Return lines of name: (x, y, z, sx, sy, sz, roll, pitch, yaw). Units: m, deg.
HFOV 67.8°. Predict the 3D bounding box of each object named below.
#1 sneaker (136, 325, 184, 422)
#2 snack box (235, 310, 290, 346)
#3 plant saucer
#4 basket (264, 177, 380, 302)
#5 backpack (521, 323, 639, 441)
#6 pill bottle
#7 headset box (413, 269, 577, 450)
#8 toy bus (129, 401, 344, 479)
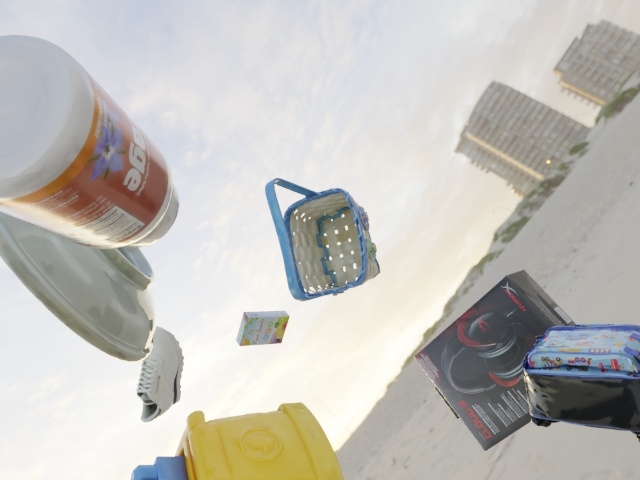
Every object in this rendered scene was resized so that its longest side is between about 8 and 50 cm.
sneaker: (-0.378, 0.310, 1.101, 0.095, 0.090, 0.235, -32, -51, -55)
snack box: (-0.169, 0.258, 1.401, 0.141, 0.037, 0.100, 5, -69, -35)
plant saucer: (-0.380, 0.013, 0.785, 0.100, 0.400, 0.400, -38, -25, -10)
basket: (0.000, 0.000, 1.037, 0.201, 0.255, 0.289, -21, -13, 34)
backpack: (0.372, 0.170, 0.637, 0.173, 0.158, 0.117, -18, -84, -45)
pill bottle: (-0.204, -0.061, 0.413, 0.121, 0.121, 0.216, -48, -12, -7)
headset box: (0.340, 0.234, 0.907, 0.110, 0.218, 0.293, -4, -39, -50)
toy bus: (-0.107, 0.282, 0.470, 0.211, 0.149, 0.220, 11, -71, -30)
